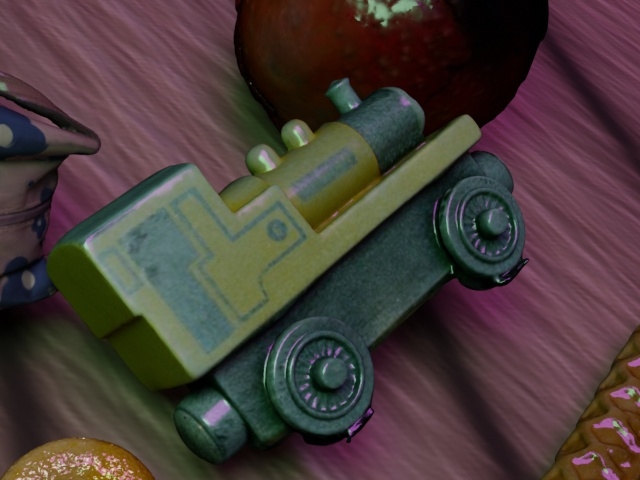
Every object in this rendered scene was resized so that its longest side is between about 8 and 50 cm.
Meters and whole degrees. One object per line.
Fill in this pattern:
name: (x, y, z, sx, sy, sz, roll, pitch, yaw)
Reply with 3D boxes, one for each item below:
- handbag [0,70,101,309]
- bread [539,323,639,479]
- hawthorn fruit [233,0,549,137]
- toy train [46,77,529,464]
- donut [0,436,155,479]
handbag: (-0.304, -0.063, 0.720, 0.193, 0.190, 0.251, 3, 26, -47)
bread: (0.269, 0.168, 0.834, 0.077, 0.084, 0.367, 5, 35, 41)
hawthorn fruit: (0.068, -0.217, 0.937, 0.316, 0.316, 0.315, 10, 49, -12)
toy train: (0.000, 0.000, 0.763, 0.369, 0.150, 0.237, -40, 96, -30)
donut: (-0.170, 0.204, 0.662, 0.152, 0.058, 0.151, 10, 51, -12)
